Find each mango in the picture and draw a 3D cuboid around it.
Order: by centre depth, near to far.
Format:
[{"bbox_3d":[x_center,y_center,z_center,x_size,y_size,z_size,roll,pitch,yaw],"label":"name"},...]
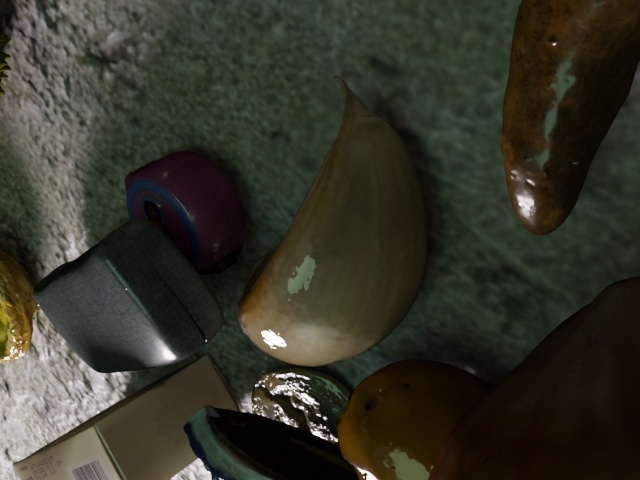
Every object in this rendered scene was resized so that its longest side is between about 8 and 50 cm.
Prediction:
[{"bbox_3d":[0.124,0.203,0.709,0.151,0.156,0.249,-42,87,7],"label":"mango"}]

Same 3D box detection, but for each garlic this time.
[{"bbox_3d":[0.007,0.006,0.712,0.164,0.145,0.245,61,140,37],"label":"garlic"}]

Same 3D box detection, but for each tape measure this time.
[{"bbox_3d":[-0.132,-0.025,0.823,0.125,0.074,0.118,9,126,39],"label":"tape measure"}]

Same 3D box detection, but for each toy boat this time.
[{"bbox_3d":[-0.027,0.256,0.831,0.262,0.114,0.115,22,109,17],"label":"toy boat"}]

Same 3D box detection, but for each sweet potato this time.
[{"bbox_3d":[0.165,-0.134,0.520,0.097,0.097,0.292,26,134,23],"label":"sweet potato"}]

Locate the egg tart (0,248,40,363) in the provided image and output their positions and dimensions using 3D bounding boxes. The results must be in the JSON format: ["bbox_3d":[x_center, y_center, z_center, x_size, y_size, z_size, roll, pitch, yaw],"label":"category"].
[{"bbox_3d":[-0.424,0.071,1.098,0.191,0.074,0.191,17,124,28],"label":"egg tart"}]

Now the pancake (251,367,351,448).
[{"bbox_3d":[-0.008,0.193,0.885,0.158,0.028,0.158,16,121,30],"label":"pancake"}]

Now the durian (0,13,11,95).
[{"bbox_3d":[-0.438,-0.190,0.872,0.291,0.224,0.291,-15,72,56],"label":"durian"}]

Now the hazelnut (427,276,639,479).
[{"bbox_3d":[0.236,0.208,0.505,0.365,0.366,0.366,18,125,28],"label":"hazelnut"}]

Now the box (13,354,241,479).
[{"bbox_3d":[-0.214,0.227,0.964,0.212,0.168,0.095,-30,91,44],"label":"box"}]

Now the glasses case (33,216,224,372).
[{"bbox_3d":[-0.205,0.066,0.871,0.131,0.074,0.323,52,152,-10],"label":"glasses case"}]
